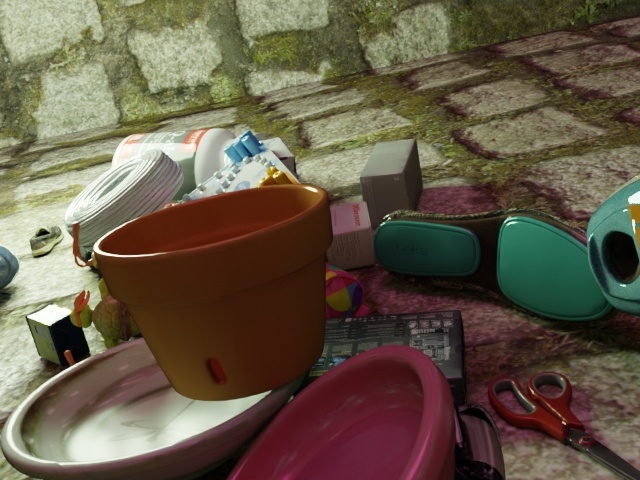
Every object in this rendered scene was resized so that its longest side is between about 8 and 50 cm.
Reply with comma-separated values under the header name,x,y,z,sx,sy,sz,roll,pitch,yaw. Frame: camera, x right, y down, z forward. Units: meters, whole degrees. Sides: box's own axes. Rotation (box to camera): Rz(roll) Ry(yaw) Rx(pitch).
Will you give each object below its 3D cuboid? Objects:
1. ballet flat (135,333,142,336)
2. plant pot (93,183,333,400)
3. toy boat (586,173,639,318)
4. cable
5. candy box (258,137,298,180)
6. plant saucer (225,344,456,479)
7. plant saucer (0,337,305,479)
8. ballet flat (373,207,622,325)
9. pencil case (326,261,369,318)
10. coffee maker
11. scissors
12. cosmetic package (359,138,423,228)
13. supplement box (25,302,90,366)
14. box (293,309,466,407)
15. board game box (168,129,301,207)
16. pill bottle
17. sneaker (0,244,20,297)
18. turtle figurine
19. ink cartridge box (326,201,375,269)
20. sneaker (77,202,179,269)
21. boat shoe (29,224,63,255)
name,x,y,z,sx,sy,sz,roll,pitch,yaw
ballet flat,-0.334,0.116,1.472,0.074,0.074,0.203,-12,26,-2
plant pot,-0.113,0.064,1.006,0.291,0.203,0.291,-11,16,3
toy boat,0.422,0.071,0.950,0.148,0.318,0.267,-12,-12,-16
cable,-0.391,-0.085,1.604,0.257,0.089,0.257,-33,23,11
candy box,-0.091,-0.102,1.708,0.070,0.196,0.165,-11,22,-10
plant saucer,0.011,0.254,0.798,0.332,0.084,0.332,-40,16,14
plant saucer,-0.204,0.229,1.062,0.400,0.100,0.400,-11,16,3
ballet flat,0.306,0.021,1.312,0.182,0.164,0.483,-7,12,-42
pencil case,-0.018,0.074,1.391,0.104,0.104,0.236,-22,27,-24
coffee maker,0.123,0.276,0.837,0.171,0.120,0.178,-39,16,15
scissors,0.295,0.236,0.952,0.109,0.021,0.297,-11,23,-7
cosmetic package,0.158,-0.127,1.751,0.107,0.127,0.238,-3,22,18
supplement box,-0.455,0.162,1.393,0.083,0.083,0.056,11,30,41
box,0.088,0.172,1.144,0.233,0.059,0.183,-6,22,11
board game box,-0.238,-0.041,1.485,0.390,0.050,0.390,-37,24,0
pill bottle,-0.300,-0.163,1.939,0.363,0.210,0.210,-1,24,24
sneaker,-0.806,0.077,1.706,0.323,0.130,0.236,-8,3,1
turtle figurine,-0.297,0.101,1.259,0.217,0.269,0.087,-4,5,-12
ink cartridge box,0.000,0.000,1.567,0.203,0.086,0.148,-9,23,4
sneaker,-0.394,-0.002,1.745,0.276,0.097,0.135,-18,23,-12
boat shoe,-0.667,-0.011,1.958,0.056,0.049,0.152,-11,22,1
